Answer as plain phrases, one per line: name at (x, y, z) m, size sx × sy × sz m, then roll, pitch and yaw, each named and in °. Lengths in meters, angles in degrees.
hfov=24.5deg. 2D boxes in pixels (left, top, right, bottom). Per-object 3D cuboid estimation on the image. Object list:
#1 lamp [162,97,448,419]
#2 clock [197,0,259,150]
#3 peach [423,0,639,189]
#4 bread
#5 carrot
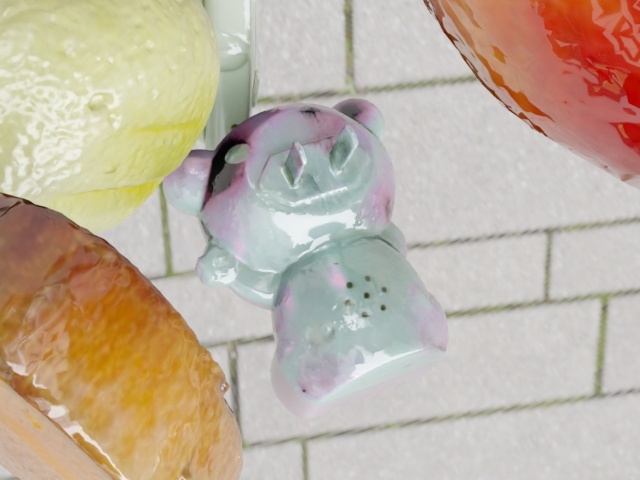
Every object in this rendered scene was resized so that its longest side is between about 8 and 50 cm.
lamp at (0.000, 0.000, 1.454) m, size 0.247 × 0.301 × 0.247 m, roll -19°, pitch 164°, yaw -16°
clock at (-0.226, -0.220, 1.556) m, size 0.324 × 0.108 × 0.265 m, roll 1°, pitch 122°, yaw 2°
peach at (0.171, -0.169, 0.444) m, size 0.281 × 0.281 × 0.338 m, roll 16°, pitch 121°, yaw -20°
bread at (-0.231, -0.111, 1.171) m, size 0.237 × 0.320 × 0.320 m, roll 32°, pitch 113°, yaw 13°
carrot at (-0.157, 0.098, 0.907) m, size 0.258 × 0.307 × 0.100 m, roll 40°, pitch 67°, yaw 9°
